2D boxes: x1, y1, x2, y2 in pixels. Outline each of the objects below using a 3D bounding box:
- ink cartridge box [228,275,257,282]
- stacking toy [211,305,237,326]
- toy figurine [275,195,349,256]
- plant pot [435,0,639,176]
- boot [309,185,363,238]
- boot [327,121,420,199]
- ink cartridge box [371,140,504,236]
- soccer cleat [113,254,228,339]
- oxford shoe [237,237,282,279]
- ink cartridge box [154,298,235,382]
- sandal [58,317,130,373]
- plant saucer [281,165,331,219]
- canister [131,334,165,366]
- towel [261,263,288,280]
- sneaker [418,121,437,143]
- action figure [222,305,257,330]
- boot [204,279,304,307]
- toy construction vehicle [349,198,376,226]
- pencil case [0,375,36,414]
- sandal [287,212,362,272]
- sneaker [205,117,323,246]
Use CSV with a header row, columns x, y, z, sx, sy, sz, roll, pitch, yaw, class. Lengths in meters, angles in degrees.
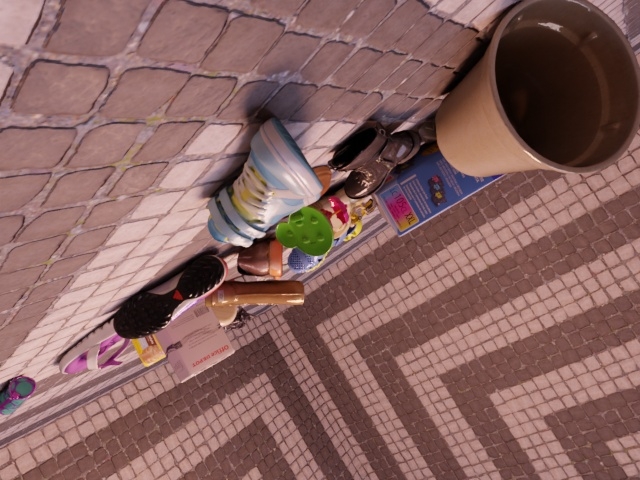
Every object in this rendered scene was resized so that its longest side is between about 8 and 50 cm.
x,y,z,sx,sy,sz,roll,pitch,yaw,class
-0.319,0.186,1.841,0.109,0.063,0.150,-36,171,30,ink cartridge box
-0.438,0.303,1.790,0.141,0.141,0.330,-24,167,-47,stacking toy
-0.002,-0.049,1.223,0.173,0.130,0.159,-10,-162,38,toy figurine
0.407,-0.273,1.016,0.333,0.334,0.305,-30,-176,-16,plant pot
0.004,-0.056,1.429,0.203,0.095,0.262,-29,166,-31,boot
0.091,-0.180,1.121,0.228,0.091,0.263,-14,157,-51,boot
0.332,-0.195,1.360,0.395,0.151,0.270,-29,-167,5,ink cartridge box
-0.372,0.146,1.242,0.318,0.109,0.116,-34,177,-1,soccer cleat
-0.181,0.050,1.459,0.132,0.130,0.364,0,174,-6,oxford shoe
-0.405,0.293,1.521,0.171,0.237,0.100,-24,169,-43,ink cartridge box
-0.594,0.306,1.361,0.416,0.102,0.169,-36,171,32,sandal
-0.054,-0.103,1.146,0.199,0.037,0.200,-31,172,-5,plant saucer
-0.554,0.346,1.702,0.169,0.126,0.073,-30,172,-4,canister
-0.197,0.145,2.220,0.113,0.023,0.152,-33,173,14,towel
0.296,-0.285,1.317,0.061,0.054,0.152,-34,173,35,sneaker
-0.420,0.335,2.129,0.275,0.141,0.164,-14,166,-13,action figure
-0.198,0.150,1.417,0.269,0.089,0.236,-1,-173,-13,boot
0.120,-0.086,1.403,0.098,0.035,0.086,-39,174,-14,toy construction vehicle
-0.823,0.417,1.309,0.151,0.064,0.070,-38,-174,34,pencil case
0.000,0.000,1.763,0.317,0.126,0.138,-42,167,11,sandal
-0.109,-0.072,0.800,0.208,0.127,0.319,-33,172,-1,sneaker
